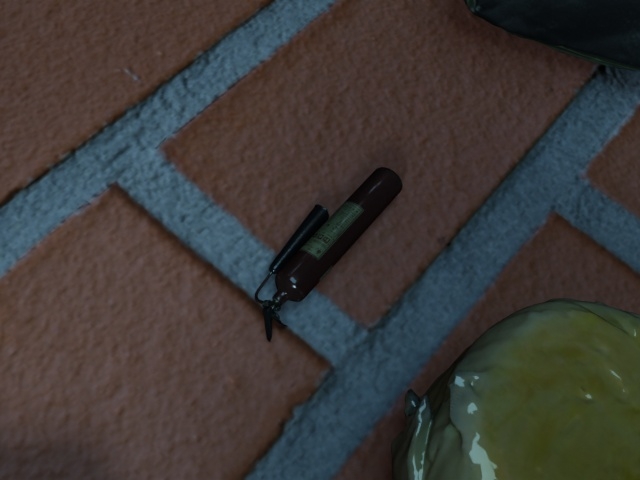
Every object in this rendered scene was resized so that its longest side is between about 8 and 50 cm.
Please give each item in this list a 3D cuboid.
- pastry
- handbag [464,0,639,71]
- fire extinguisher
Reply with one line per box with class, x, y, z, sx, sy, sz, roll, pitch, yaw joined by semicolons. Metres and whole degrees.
pastry;0.176;0.157;0.450;0.264;0.133;0.265;3;63;-6
handbag;0.307;-0.298;0.626;0.340;0.247;0.240;15;62;7
fire extinguisher;0.000;0.000;0.561;0.049;0.035;0.173;39;63;8
